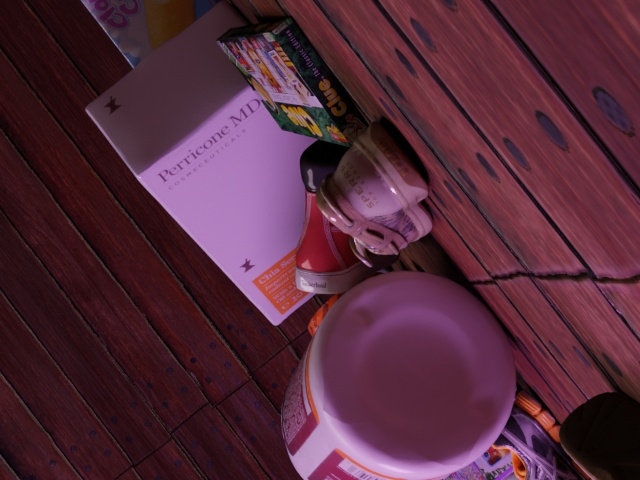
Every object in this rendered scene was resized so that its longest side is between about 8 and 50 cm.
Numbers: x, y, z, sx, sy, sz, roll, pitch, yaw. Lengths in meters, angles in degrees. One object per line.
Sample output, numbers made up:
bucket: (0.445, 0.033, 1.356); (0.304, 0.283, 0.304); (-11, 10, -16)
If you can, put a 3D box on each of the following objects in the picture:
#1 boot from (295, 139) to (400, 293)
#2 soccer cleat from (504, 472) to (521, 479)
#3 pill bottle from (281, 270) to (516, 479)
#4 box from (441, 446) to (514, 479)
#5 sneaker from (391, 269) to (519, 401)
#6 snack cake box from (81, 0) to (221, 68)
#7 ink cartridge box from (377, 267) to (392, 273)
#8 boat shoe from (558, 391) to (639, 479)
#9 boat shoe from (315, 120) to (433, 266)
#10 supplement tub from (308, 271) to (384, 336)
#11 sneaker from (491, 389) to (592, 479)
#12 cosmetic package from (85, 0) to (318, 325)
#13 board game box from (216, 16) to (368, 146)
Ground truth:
boot: (0.039, -0.054, 1.164); (0.244, 0.088, 0.176); (-32, -55, -66)
soccer cleat: (0.323, 0.393, 1.504); (0.116, 0.143, 0.331); (52, 178, 10)
pill bottle: (0.072, 0.199, 1.216); (0.224, 0.224, 0.392); (52, 161, 11)
box: (0.168, 0.238, 1.481); (0.293, 0.201, 0.057); (52, 177, 24)
sneaker: (0.166, 0.161, 1.415); (0.292, 0.118, 0.110); (53, -179, 31)
snack cake box: (-0.239, -0.333, 1.386); (0.264, 0.152, 0.089); (52, 178, -1)
ink cartridge box: (0.045, 0.046, 2.001); (0.154, 0.093, 0.212); (31, -175, -13)
boat shoe: (0.233, 0.178, 0.672); (0.073, 0.080, 0.223); (47, -175, -19)
boat shoe: (0.044, -0.036, 0.962); (0.104, 0.089, 0.285); (51, 179, 13)
supplement tub: (0.140, 0.229, 1.639); (0.338, 0.207, 0.207); (52, 179, 19)
sneaker: (0.291, 0.290, 1.273); (0.215, 0.083, 0.084); (51, 177, -10)
cosmetic package: (-0.095, -0.086, 1.400); (0.161, 0.230, 0.453); (50, 178, 35)
board game box: (-0.036, -0.166, 1.051); (0.136, 0.030, 0.260); (50, 173, -18)
